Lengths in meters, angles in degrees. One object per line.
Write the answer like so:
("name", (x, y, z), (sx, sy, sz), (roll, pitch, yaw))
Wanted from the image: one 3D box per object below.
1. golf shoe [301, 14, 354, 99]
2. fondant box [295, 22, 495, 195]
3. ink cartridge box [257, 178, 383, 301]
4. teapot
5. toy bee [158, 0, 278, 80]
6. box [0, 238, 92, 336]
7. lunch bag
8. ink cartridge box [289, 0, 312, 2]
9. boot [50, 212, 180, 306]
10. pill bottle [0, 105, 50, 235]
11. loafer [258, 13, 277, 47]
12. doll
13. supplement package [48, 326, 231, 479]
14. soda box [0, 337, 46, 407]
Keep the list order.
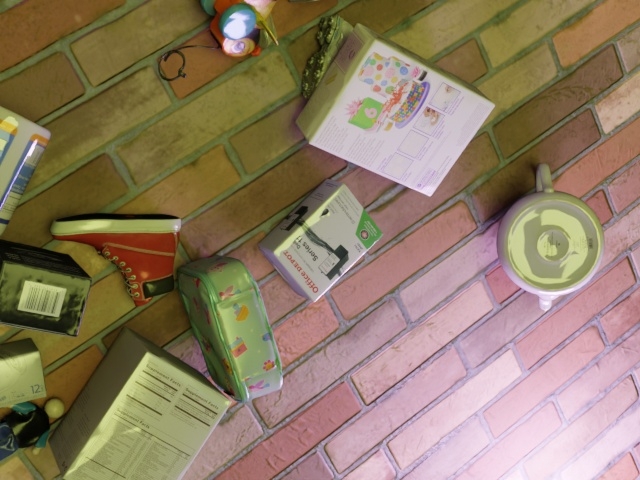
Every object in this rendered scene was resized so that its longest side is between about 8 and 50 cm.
("golf shoe", (0.024, -0.357, 1.866), (0.086, 0.069, 0.176), (19, 93, -34))
("fondant box", (0.152, -0.254, 1.871), (0.330, 0.096, 0.238), (20, 115, -34))
("ink cartridge box", (0.000, 0.000, 1.912), (0.208, 0.087, 0.153), (-45, 115, -11))
("teapot", (0.513, -0.003, 2.119), (0.252, 0.187, 0.256), (42, 98, 0))
("toy bee", (-0.153, -0.415, 1.732), (0.162, 0.298, 0.195), (11, 58, -54))
("box", (-0.499, 0.078, 1.613), (0.153, 0.207, 0.108), (14, 94, -27))
("lunch bag", (-0.179, 0.170, 1.787), (0.107, 0.224, 0.279), (-21, 103, -24))
("ink cartridge box", (0.073, -0.590, 1.809), (0.289, 0.121, 0.211), (-17, 108, -23))
("boot", (-0.381, 0.039, 1.735), (0.244, 0.088, 0.176), (2, 101, -30))
("pill bottle", (-0.580, -0.096, 1.569), (0.152, 0.152, 0.272), (27, 88, -28))
("loafer", (-0.114, -0.437, 1.798), (0.039, 0.045, 0.125), (-36, 121, -43))
("doll", (-0.563, 0.348, 1.727), (0.189, 0.046, 0.129), (-27, 112, -19))
("supplement package", (-0.341, 0.339, 1.744), (0.198, 0.199, 0.263), (36, 83, -24))
("soda box", (-0.637, 0.254, 1.642), (0.286, 0.098, 0.091), (-11, 105, -24))
